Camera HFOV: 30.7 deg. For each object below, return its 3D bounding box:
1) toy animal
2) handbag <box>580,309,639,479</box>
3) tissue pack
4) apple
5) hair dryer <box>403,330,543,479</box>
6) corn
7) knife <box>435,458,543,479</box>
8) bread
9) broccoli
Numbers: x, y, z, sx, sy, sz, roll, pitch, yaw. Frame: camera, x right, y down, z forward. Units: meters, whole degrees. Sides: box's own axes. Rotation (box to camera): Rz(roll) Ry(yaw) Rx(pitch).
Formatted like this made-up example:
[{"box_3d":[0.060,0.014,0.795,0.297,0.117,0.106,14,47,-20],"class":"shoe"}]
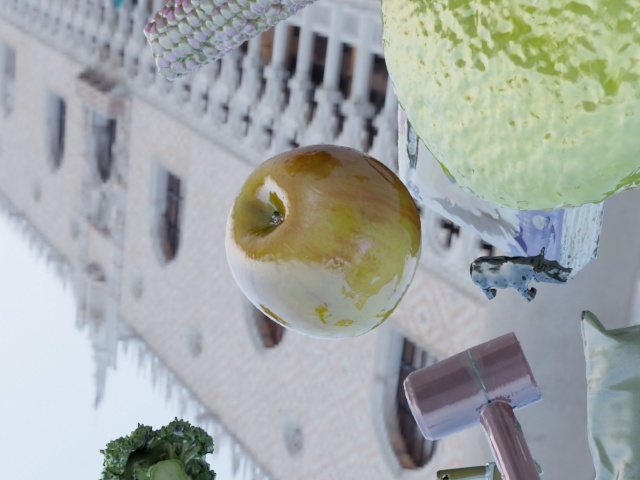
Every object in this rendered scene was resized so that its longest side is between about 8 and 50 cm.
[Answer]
[{"box_3d":[0.242,0.040,1.400,0.135,0.047,0.065,-1,146,43],"class":"toy animal"},{"box_3d":[0.439,0.195,1.274,0.315,0.253,0.109,-2,180,-10],"class":"handbag"},{"box_3d":[0.269,-0.115,1.771,0.125,0.242,0.343,-32,-131,-28],"class":"tissue pack"},{"box_3d":[0.000,0.000,1.625,0.233,0.286,0.286,27,-176,-34],"class":"apple"},{"box_3d":[0.280,0.334,1.893,0.210,0.125,0.353,-23,-128,6],"class":"hair dryer"},{"box_3d":[-0.091,-0.325,1.531,0.335,0.127,0.126,-29,179,30],"class":"corn"},{"box_3d":[0.376,0.518,2.570,0.343,0.061,0.027,1,-178,-38],"class":"knife"},{"box_3d":[0.253,-0.207,1.083,0.348,0.348,0.307,22,-158,40],"class":"bread"},{"box_3d":[-0.334,0.492,2.322,0.235,0.288,0.260,-5,154,14],"class":"broccoli"}]
